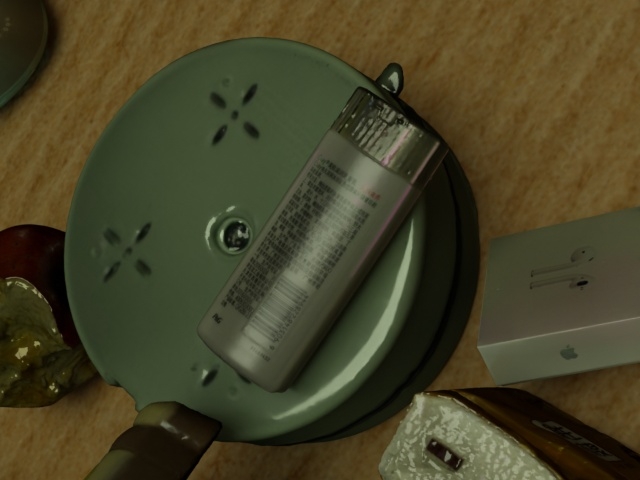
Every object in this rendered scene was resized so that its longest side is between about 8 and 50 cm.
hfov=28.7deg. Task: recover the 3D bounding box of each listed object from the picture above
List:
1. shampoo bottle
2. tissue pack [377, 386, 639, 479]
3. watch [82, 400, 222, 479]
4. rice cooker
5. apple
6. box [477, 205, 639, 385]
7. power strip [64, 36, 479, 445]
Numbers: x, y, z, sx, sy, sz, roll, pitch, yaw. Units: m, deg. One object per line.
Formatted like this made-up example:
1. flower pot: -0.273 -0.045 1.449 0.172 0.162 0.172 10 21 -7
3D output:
1. shampoo bottle: 0.000 0.000 0.938 0.086 0.056 0.227 36 97 21
2. tissue pack: 0.165 0.182 0.914 0.183 0.226 0.092 28 95 27
3. watch: -0.098 0.348 0.955 0.327 0.314 0.335 37 129 2
4. rice cooker: -0.382 -0.201 1.292 0.206 0.127 0.145 -34 69 8
5. apple: -0.275 0.072 1.186 0.158 0.156 0.147 -35 44 29
6. box: 0.197 0.044 0.982 0.129 0.051 0.130 -14 36 23
7. power strip: -0.033 -0.001 1.075 0.357 0.161 0.357 -4 80 24
